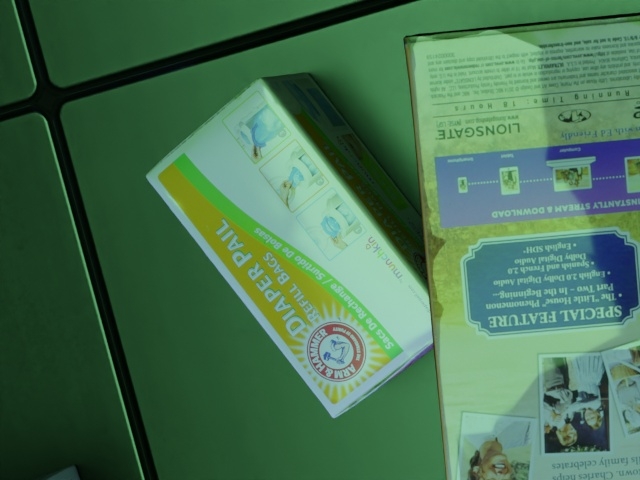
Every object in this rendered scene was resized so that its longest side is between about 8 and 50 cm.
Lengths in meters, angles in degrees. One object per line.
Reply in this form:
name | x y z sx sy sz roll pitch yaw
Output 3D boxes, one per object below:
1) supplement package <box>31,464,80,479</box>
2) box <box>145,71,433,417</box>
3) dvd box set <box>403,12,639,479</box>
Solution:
supplement package | -0.217 0.315 1.337 0.145 0.204 0.262 -23 89 17
box | 0.000 0.000 1.285 0.103 0.114 0.203 -39 86 16
dvd box set | 0.220 0.070 1.181 0.308 0.062 0.420 -6 97 3
